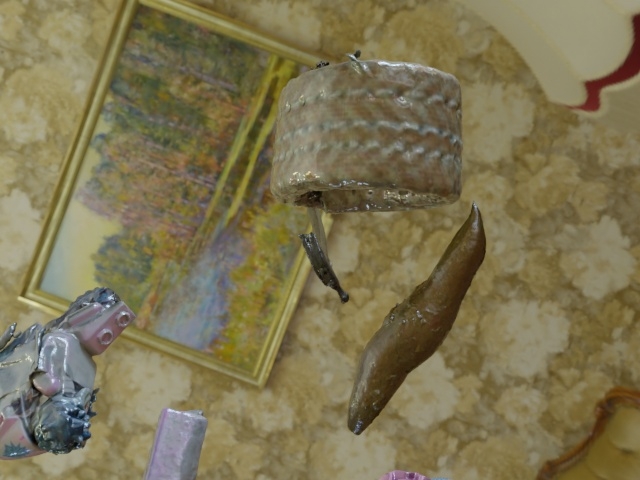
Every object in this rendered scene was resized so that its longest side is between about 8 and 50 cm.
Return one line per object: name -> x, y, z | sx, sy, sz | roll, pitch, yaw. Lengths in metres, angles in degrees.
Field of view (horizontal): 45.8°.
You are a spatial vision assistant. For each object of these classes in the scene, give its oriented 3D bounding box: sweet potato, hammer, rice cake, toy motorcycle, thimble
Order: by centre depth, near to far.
sweet potato -> 0.103, 0.084, 0.789 | 0.274, 0.067, 0.067 | -58, 0, 0
toy motorcycle -> -0.292, 0.166, 0.858 | 0.108, 0.204, 0.239 | 41, -104, -44
thimble -> 0.052, -0.111, 0.859 | 0.229, 0.196, 0.148 | -5, 78, 62
rice cake -> -0.210, 0.387, 0.936 | 0.064, 0.070, 0.399 | 123, 160, -54
hammer -> -0.001, 0.001, 1.273 | 0.027, 0.125, 0.297 | -29, 20, 7

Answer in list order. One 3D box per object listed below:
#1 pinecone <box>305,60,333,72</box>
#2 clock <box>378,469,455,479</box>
pinecone -> -0.002, -0.292, 1.403 | 0.077, 0.077, 0.083 | -67, -5, -83
clock -> 0.182, 0.493, 1.392 | 0.195, 0.194, 0.100 | 12, -98, -76
